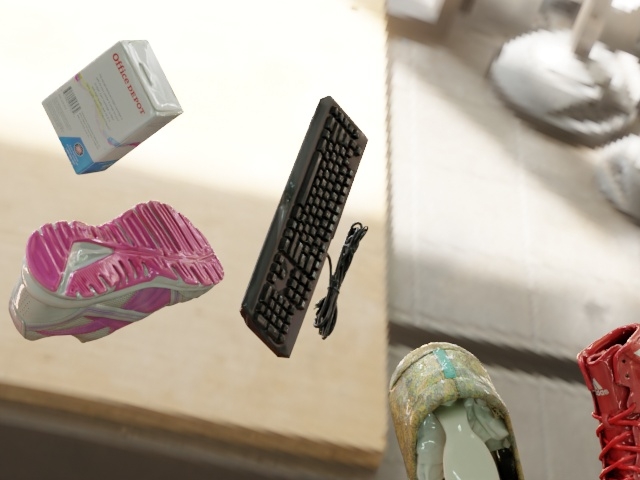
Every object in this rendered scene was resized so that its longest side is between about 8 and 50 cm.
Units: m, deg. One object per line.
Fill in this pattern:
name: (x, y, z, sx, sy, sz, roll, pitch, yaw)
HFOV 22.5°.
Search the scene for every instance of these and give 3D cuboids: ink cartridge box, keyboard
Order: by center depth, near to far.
ink cartridge box: (-0.208, -0.134, 1.615, 0.052, 0.122, 0.089, -13, 74, -58)
keyboard: (0.000, 0.000, 1.995, 0.033, 0.201, 0.317, 7, 64, 31)

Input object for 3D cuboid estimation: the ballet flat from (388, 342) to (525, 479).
ballet flat: (0.139, 0.260, 1.400, 0.123, 0.349, 0.123, -14, 15, 4)

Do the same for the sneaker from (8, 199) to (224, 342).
sneaker: (-0.202, 0.035, 1.543, 0.252, 0.111, 0.103, -5, 58, -48)

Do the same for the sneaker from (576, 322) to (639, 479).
sneaker: (0.236, 0.164, 1.300, 0.128, 0.087, 0.221, 45, 44, -28)
